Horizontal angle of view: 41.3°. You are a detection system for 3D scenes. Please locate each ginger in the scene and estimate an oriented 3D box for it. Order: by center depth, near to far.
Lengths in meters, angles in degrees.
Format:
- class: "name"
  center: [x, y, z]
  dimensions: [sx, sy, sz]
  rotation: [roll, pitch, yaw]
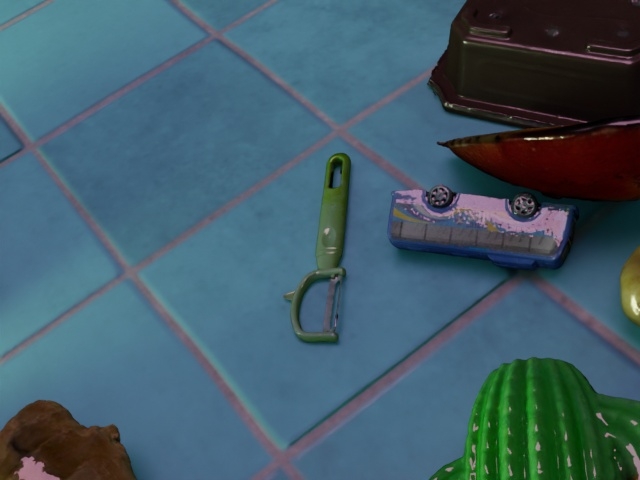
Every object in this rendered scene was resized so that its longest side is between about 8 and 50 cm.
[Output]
- class: "ginger"
  center: [-0.162, 0.196, 0.593]
  dimensions: [0.334, 0.081, 0.148]
  rotation: [8, 54, 15]

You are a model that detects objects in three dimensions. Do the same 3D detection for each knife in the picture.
- class: "knife"
  center: [0.000, 0.001, 0.758]
  dimensions: [0.054, 0.015, 0.212]
  rotation: [-7, 50, 19]

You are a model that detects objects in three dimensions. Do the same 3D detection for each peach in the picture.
- class: "peach"
  center: [0.208, -0.063, 0.680]
  dimensions: [0.189, 0.068, 0.279]
  rotation: [-3, 1, -38]

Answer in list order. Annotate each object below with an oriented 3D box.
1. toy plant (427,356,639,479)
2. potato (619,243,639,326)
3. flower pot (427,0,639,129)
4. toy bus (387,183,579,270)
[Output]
- class: "toy plant"
  center: [0.126, 0.186, 0.525]
  dimensions: [0.155, 0.088, 0.240]
  rotation: [12, 65, 38]
- class: "potato"
  center: [0.278, 0.021, 0.629]
  dimensions: [0.091, 0.070, 0.138]
  rotation: [30, 65, 34]
- class: "flower pot"
  center: [0.234, -0.192, 0.812]
  dimensions: [0.251, 0.084, 0.179]
  rotation: [17, 57, 26]
- class: "toy bus"
  center: [0.133, -0.012, 0.705]
  dimensions: [0.153, 0.051, 0.061]
  rotation: [9, 83, 20]
